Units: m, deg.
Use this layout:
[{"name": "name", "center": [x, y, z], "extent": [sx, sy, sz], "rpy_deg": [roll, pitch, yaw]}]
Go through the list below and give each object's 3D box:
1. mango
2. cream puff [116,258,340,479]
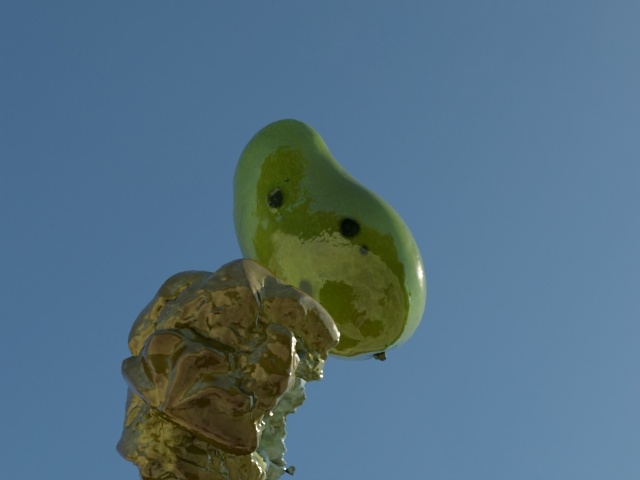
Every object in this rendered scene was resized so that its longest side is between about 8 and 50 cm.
[{"name": "mango", "center": [0.000, 0.000, 1.362], "extent": [0.175, 0.293, 0.143], "rpy_deg": [-40, -24, 18]}, {"name": "cream puff", "center": [-0.097, 0.126, 1.106], "extent": [0.195, 0.194, 0.221], "rpy_deg": [17, -74, -6]}]
